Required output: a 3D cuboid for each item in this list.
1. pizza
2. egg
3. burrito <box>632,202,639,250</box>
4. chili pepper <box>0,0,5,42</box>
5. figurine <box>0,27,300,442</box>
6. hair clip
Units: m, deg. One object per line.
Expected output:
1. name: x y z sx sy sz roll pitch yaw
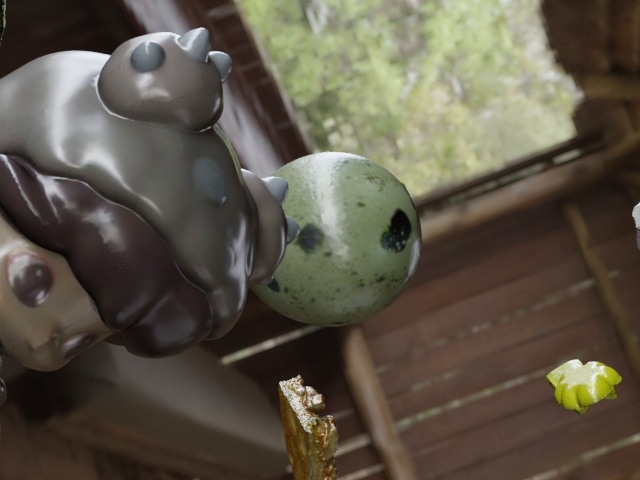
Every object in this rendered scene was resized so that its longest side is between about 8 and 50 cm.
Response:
1. pizza: -0.007 0.243 1.831 0.134 0.046 0.175 150 -69 -73
2. egg: 0.000 0.000 1.590 0.228 0.177 0.177 -5 -69 51
3. burrito: 0.418 -0.055 1.653 0.064 0.203 0.064 54 20 -29
4. chili pepper: -0.332 -0.184 1.322 0.270 0.136 0.099 103 -16 -50
5. figurine: -0.203 0.017 1.040 0.203 0.380 0.248 55 -6 44
6. hair clip: 0.291 0.161 1.732 0.046 0.072 0.173 58 1 1
